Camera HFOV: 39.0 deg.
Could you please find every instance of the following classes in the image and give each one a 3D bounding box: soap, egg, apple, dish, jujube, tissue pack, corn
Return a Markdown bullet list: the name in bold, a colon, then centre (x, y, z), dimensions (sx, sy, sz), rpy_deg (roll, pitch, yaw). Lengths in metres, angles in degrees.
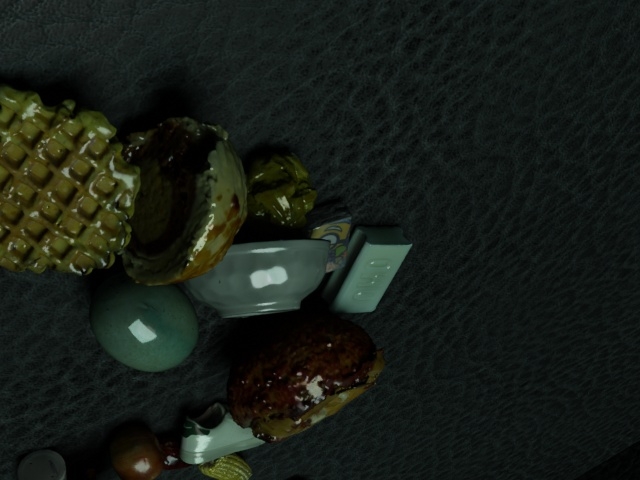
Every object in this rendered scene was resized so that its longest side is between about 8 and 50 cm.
- **soap**: centre (0.092, 0.061, 1.870), dimensions (0.119, 0.066, 0.198), rpy_deg (1, 132, -32)
- **egg**: centre (-0.309, 0.143, 1.605), dimensions (0.169, 0.169, 0.236), rpy_deg (-37, 141, 7)
- **apple**: centre (-0.394, 0.464, 1.943), dimensions (0.102, 0.126, 0.126), rpy_deg (-24, 142, -7)
- **dish**: centre (-0.116, 0.071, 1.587), dimensions (0.303, 0.120, 0.303), rpy_deg (-6, 173, -1)
- **jujube**: centre (-0.321, 0.480, 2.052), dimensions (0.129, 0.077, 0.077), rpy_deg (10, 127, -47)
- **tissue pack**: centre (0.000, 0.000, 1.744), dimensions (0.108, 0.060, 0.148), rpy_deg (-16, 141, -18)
- **corn**: centre (-0.230, 0.552, 2.200), dimensions (0.085, 0.063, 0.165), rpy_deg (-41, 144, -2)

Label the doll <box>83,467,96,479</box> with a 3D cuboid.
- **doll**: centre (-0.464, 0.580, 1.902), dimensions (0.213, 0.236, 0.213), rpy_deg (-23, 154, -12)

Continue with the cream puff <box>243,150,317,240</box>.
- **cream puff**: centre (-0.073, -0.073, 1.555), dimensions (0.156, 0.156, 0.121), rpy_deg (-18, 158, -17)

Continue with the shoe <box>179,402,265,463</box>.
- **shoe**: centre (-0.201, 0.414, 2.044), dimensions (0.265, 0.095, 0.110), rpy_deg (-17, 113, -41)

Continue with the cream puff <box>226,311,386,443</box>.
- **cream puff**: centre (-0.048, 0.269, 1.872), dimensions (0.350, 0.229, 0.350), rpy_deg (-31, 164, -10)

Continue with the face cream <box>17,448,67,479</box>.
- **face cream**: centre (-0.586, 0.543, 1.923), dimensions (0.096, 0.096, 0.214), rpy_deg (-12, 139, -23)

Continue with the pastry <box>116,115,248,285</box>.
- **pastry**: centre (-0.203, -0.055, 1.384), dimensions (0.256, 0.237, 0.170), rpy_deg (-14, 173, 37)

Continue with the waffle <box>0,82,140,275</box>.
- **waffle**: centre (-0.406, -0.075, 1.311), dimensions (0.281, 0.058, 0.301), rpy_deg (14, 119, -6)
